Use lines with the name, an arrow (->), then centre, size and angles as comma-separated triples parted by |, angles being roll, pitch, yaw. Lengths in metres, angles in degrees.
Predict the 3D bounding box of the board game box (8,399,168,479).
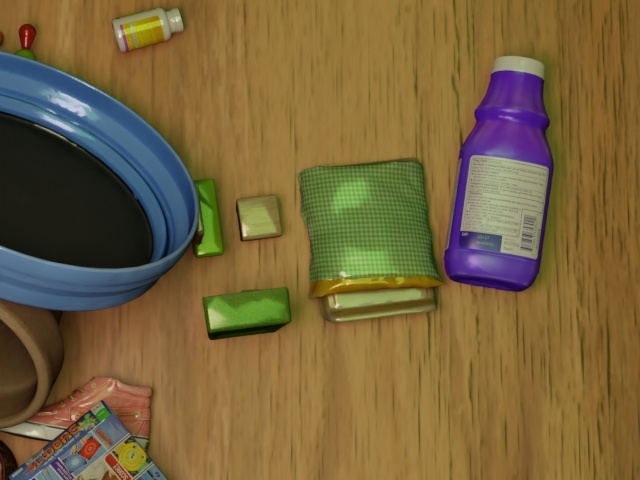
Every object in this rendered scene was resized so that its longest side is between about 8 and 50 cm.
board game box -> -0.245, 0.295, 1.837 | 0.136, 0.035, 0.201 | -39, 125, -10

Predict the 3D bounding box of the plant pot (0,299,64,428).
plant pot -> -0.386, 0.044, 1.813 | 0.263, 0.263, 0.229 | 23, 49, -2

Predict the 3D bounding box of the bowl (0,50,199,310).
bowl -> -0.324, -0.069, 1.755 | 0.391, 0.391, 0.077 | 30, 119, -1

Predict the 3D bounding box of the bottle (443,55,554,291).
bottle -> 0.225, -0.083, 1.969 | 0.118, 0.092, 0.283 | 9, 81, -5

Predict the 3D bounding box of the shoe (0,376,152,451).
shoe -> -0.287, 0.200, 1.895 | 0.178, 0.063, 0.081 | 8, 79, -10

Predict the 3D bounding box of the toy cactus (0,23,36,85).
toy cactus -> -0.443, -0.176, 1.922 | 0.219, 0.112, 0.180 | -8, 92, -16

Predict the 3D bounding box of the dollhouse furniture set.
dollhouse furniture set -> 0.000, 0.000, 1.904 | 0.301, 0.151, 0.197 | -7, 82, -7

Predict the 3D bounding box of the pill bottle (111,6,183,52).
pill bottle -> -0.213, -0.262, 1.977 | 0.083, 0.043, 0.043 | -16, 83, -7

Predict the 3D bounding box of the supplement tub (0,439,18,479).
supplement tub -> -0.402, 0.264, 1.801 | 0.106, 0.198, 0.106 | 0, 81, -3
